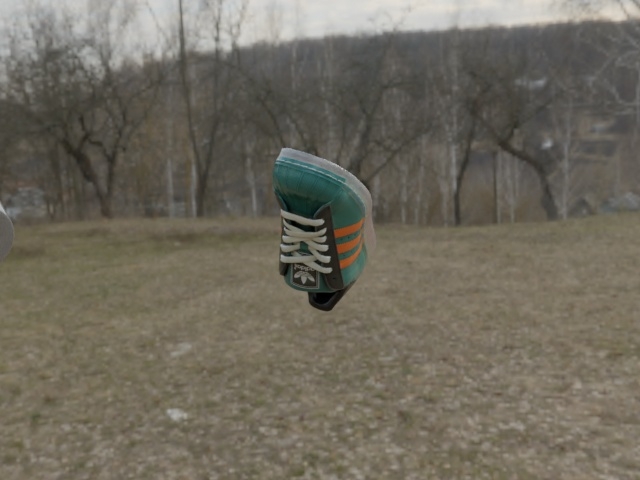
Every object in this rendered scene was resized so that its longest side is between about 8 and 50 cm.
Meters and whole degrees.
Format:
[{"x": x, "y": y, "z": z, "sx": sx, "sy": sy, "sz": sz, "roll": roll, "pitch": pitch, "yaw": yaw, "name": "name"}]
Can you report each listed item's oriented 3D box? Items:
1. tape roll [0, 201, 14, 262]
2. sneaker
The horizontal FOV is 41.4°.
[{"x": -0.644, "y": -0.007, "z": 1.449, "sx": 0.219, "sy": 0.219, "sz": 0.072, "roll": -10, "pitch": 51, "yaw": -40, "name": "tape roll"}, {"x": 0.000, "y": 0.000, "z": 1.048, "sx": 0.108, "sy": 0.121, "sz": 0.302, "roll": 17, "pitch": -19, "yaw": 21, "name": "sneaker"}]
